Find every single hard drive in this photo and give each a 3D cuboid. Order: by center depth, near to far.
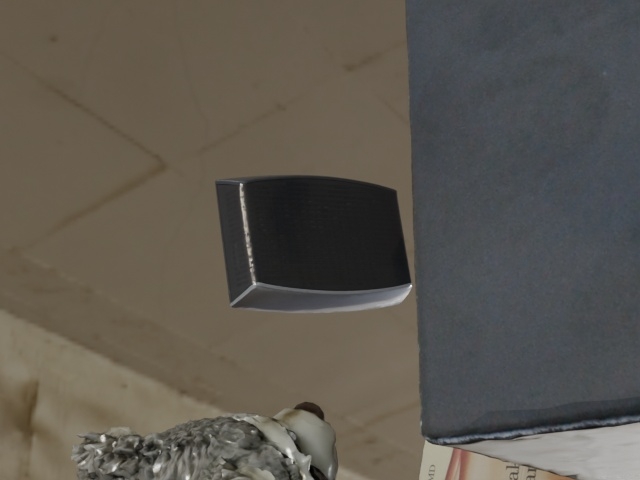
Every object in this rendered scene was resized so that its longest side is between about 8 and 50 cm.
[{"bbox_3d":[0.000,0.000,1.361,0.255,0.172,0.054,2,-16,-36],"label":"hard drive"}]

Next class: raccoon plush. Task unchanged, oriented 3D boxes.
[{"bbox_3d":[-0.054,0.321,0.689,0.216,0.446,0.299,-10,-37,26],"label":"raccoon plush"}]

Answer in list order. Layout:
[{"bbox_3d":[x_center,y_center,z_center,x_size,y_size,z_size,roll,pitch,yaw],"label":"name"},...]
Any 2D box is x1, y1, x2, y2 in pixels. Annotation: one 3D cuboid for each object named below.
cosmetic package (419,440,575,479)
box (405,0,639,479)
[{"bbox_3d":[0.242,0.240,1.085,0.129,0.153,0.296,23,-22,-35],"label":"cosmetic package"},{"bbox_3d":[0.300,-0.087,0.712,0.297,0.479,0.472,-16,-26,35],"label":"box"}]
